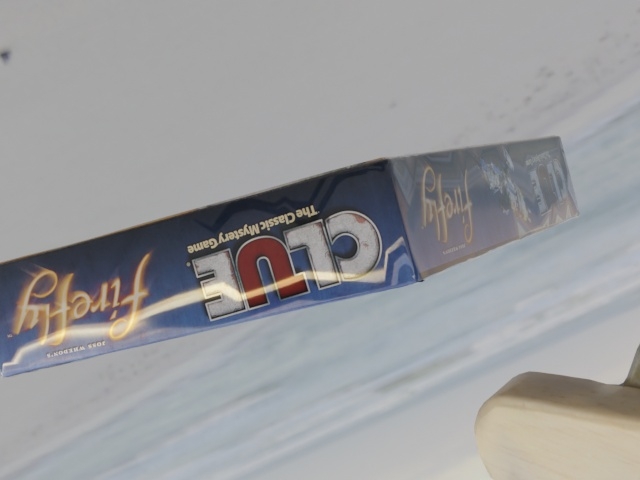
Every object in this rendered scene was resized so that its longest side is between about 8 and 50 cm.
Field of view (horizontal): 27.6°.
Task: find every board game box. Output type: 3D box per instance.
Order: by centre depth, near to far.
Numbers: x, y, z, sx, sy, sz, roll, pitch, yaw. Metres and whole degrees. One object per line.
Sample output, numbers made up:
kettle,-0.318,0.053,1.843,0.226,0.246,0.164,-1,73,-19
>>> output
board game box,0.000,0.000,0.540,0.165,0.042,0.243,-14,180,24

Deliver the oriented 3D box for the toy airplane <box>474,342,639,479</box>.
toy airplane,0.250,0.128,0.436,0.272,0.386,0.384,-12,150,-38
